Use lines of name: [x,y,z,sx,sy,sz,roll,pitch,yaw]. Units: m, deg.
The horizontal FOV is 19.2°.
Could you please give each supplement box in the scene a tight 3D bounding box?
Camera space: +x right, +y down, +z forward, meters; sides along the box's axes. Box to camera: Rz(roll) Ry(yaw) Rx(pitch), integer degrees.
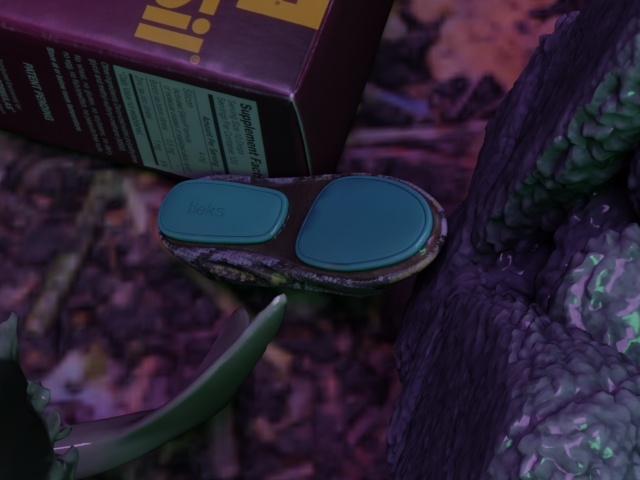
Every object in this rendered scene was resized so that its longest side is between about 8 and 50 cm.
supplement box: [-0.075,-0.092,0.637,0.188,0.081,0.104,15,66,12]

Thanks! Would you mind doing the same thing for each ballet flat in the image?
ballet flat: [0.000,0.000,0.593,0.114,0.041,0.041,6,61,41]

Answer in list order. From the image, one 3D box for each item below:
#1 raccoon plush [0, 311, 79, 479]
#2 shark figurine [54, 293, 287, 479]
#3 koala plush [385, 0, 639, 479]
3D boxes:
raccoon plush: [-0.227,0.180,0.432,0.299,0.216,0.447,-7,60,25]
shark figurine: [-0.158,0.024,0.575,0.278,0.116,0.166,26,71,18]
koala plush: [0.144,0.042,0.523,0.221,0.203,0.196,22,76,-8]
